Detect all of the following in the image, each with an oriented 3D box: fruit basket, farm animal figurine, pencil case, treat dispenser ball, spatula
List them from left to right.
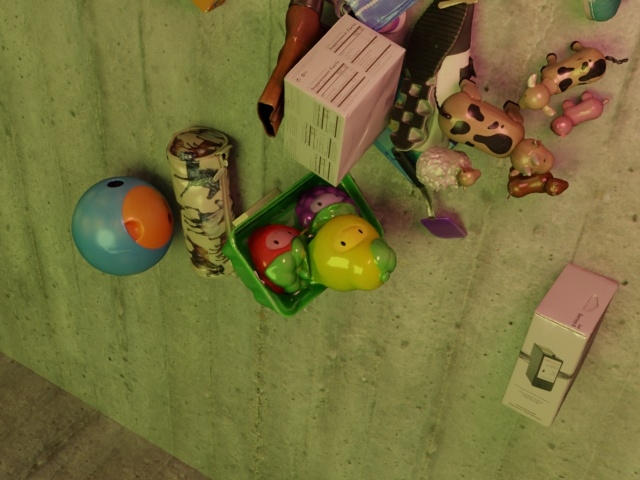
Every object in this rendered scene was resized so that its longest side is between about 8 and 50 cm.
[{"bbox_3d":[-0.567,-0.041,2.298,0.288,0.288,0.288,20,131,25],"label":"treat dispenser ball"},{"bbox_3d":[-0.299,-0.091,2.152,0.184,0.160,0.410,26,135,40],"label":"pencil case"},{"bbox_3d":[0.000,0.000,1.841,0.392,0.392,0.282,-23,105,44],"label":"fruit basket"},{"bbox_3d":[0.232,-0.100,1.784,0.084,0.030,0.296,-5,131,40],"label":"spatula"},{"bbox_3d":[0.362,-0.210,1.470,0.327,0.172,0.330,10,121,1],"label":"farm animal figurine"}]

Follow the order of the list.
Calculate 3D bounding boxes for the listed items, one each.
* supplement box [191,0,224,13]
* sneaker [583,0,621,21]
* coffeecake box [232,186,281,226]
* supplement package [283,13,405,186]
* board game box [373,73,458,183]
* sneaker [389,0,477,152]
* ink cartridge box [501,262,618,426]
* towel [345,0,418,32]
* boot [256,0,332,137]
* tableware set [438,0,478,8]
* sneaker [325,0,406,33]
[{"bbox_3d":[-0.311,-0.634,1.823,0.233,0.080,0.078,46,137,2],"label":"supplement box"},{"bbox_3d":[0.514,-0.489,1.281,0.121,0.108,0.302,26,132,25],"label":"sneaker"},{"bbox_3d":[-0.114,-0.022,2.073,0.185,0.142,0.068,51,137,-5],"label":"coffeecake box"},{"bbox_3d":[0.041,-0.276,1.602,0.145,0.204,0.261,35,157,12],"label":"supplement package"},{"bbox_3d":[0.184,-0.248,1.751,0.210,0.047,0.160,46,137,-1],"label":"board game box"},{"bbox_3d":[0.251,-0.336,1.604,0.122,0.146,0.330,40,119,46],"label":"sneaker"},{"bbox_3d":[0.517,0.225,1.729,0.122,0.211,0.289,26,132,22],"label":"ink cartridge box"},{"bbox_3d":[0.086,-0.583,1.477,0.243,0.040,0.336,-31,103,29],"label":"towel"},{"bbox_3d":[-0.047,-0.340,1.649,0.096,0.280,0.264,16,167,2],"label":"boot"},{"bbox_3d":[0.306,-0.507,1.471,0.194,0.039,0.128,-3,97,32],"label":"tableware set"},{"bbox_3d":[0.057,-0.494,1.628,0.236,0.104,0.095,36,137,12],"label":"sneaker"}]
